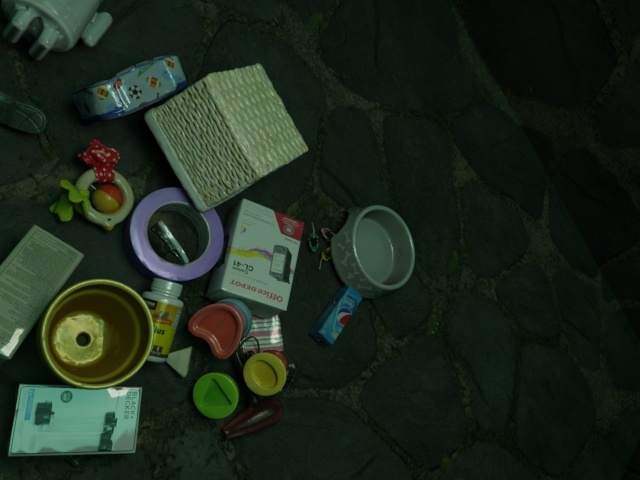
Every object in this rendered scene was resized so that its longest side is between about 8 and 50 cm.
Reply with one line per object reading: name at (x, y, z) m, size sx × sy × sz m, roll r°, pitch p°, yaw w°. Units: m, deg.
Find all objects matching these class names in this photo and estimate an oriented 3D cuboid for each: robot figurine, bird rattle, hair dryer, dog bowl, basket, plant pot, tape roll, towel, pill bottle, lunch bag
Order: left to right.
robot figurine at (-0.727, -0.668, 1.534) m, size 0.300 × 0.200 × 0.353 m, roll 36°, pitch 60°, yaw -37°
plant pot at (-0.567, 0.236, 1.372) m, size 0.254 × 0.239 × 0.253 m, roll 9°, pitch 73°, yaw -31°
bird rattle at (-0.616, -0.140, 1.544) m, size 0.207 × 0.143 × 0.253 m, roll 47°, pitch 44°, yaw -28°
lunch bag at (-0.534, -0.424, 1.579) m, size 0.303 × 0.243 × 0.114 m, roll -34°, pitch 112°, yaw -33°
pill bottle at (-0.445, 0.215, 1.512) m, size 0.117 × 0.117 × 0.214 m, roll 20°, pitch 78°, yaw -28°
tape roll at (-0.426, -0.011, 1.624) m, size 0.275 × 0.090 × 0.274 m, roll 9°, pitch 73°, yaw -30°
basket at (-0.265, -0.314, 1.638) m, size 0.331 × 0.266 × 0.328 m, roll 60°, pitch 32°, yaw -9°
hair dryer at (-0.202, 0.457, 1.658) m, size 0.224 × 0.080 × 0.293 m, roll 31°, pitch 65°, yaw -10°
towel at (-0.189, 0.257, 1.743) m, size 0.144 × 0.029 × 0.197 m, roll -2°, pitch 78°, yaw -34°
dog bowl at (0.200, 0.032, 1.992) m, size 0.349 × 0.102 × 0.348 m, roll 12°, pitch 70°, yaw -36°

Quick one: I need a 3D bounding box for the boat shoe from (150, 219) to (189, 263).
boat shoe at (-0.418, 0.011, 1.545) m, size 0.040 × 0.049 × 0.142 m, roll -35°, pitch 96°, yaw -15°

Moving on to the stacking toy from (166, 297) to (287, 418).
stacking toy at (-0.262, 0.334, 1.596) m, size 0.279 × 0.130 × 0.309 m, roll -38°, pitch 88°, yaw 10°

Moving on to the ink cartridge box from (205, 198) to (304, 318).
ink cartridge box at (-0.195, 0.058, 1.716) m, size 0.226 × 0.131 × 0.306 m, roll 22°, pitch 61°, yaw -24°

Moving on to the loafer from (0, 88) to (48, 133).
loafer at (-0.853, -0.358, 1.458) m, size 0.268 × 0.084 × 0.096 m, roll 26°, pitch 96°, yaw -21°

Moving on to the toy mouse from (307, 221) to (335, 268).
toy mouse at (0.000, 0.000, 1.932) m, size 0.161 × 0.031 × 0.143 m, roll -41°, pitch 101°, yaw -34°

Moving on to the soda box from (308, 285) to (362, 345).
soda box at (0.052, 0.253, 1.874) m, size 0.067 × 0.071 × 0.210 m, roll 46°, pitch 58°, yaw -15°

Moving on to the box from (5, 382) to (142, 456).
box at (-0.606, 0.442, 1.387) m, size 0.290 × 0.087 × 0.169 m, roll 12°, pitch 71°, yaw -30°

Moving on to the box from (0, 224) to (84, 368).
box at (-0.726, 0.132, 1.335) m, size 0.148 × 0.121 × 0.311 m, roll 38°, pitch 49°, yaw -19°
